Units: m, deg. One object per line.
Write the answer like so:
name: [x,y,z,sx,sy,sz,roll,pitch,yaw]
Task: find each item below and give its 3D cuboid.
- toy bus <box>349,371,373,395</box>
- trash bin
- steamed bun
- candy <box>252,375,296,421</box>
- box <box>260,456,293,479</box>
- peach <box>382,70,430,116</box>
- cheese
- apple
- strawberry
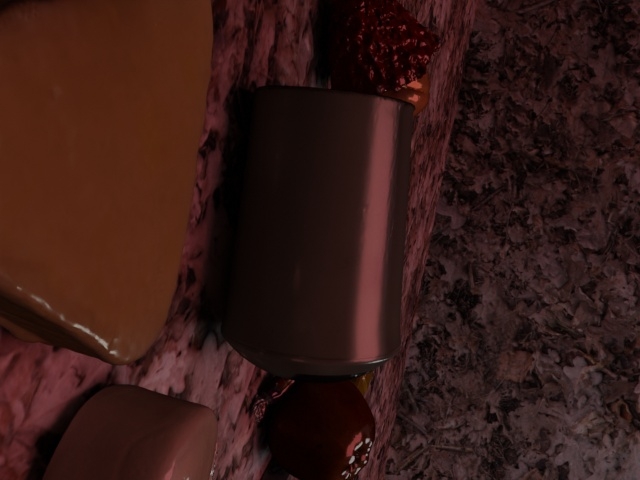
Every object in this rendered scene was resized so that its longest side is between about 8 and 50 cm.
toy bus: [0.066,0.353,1.646,0.121,0.123,0.335,81,26,-48]
trash bin: [0.000,0.000,0.966,0.280,0.280,0.432,-15,112,-71]
steamed bun: [-0.209,0.286,0.678,0.164,0.146,0.242,53,50,-74]
candy: [-0.077,0.284,1.244,0.175,0.043,0.045,-39,100,-35]
box: [-0.096,0.518,1.344,0.218,0.055,0.039,-57,154,-51]
peach: [0.165,-0.353,1.441,0.184,0.184,0.184,11,90,-73]
cheese: [-0.210,-0.040,0.543,0.384,0.104,0.384,11,90,-73]
apple: [0.001,0.393,1.307,0.234,0.234,0.234,11,90,-73]
strawberry: [0.097,-0.381,1.176,0.178,0.234,0.234,57,43,-38]
